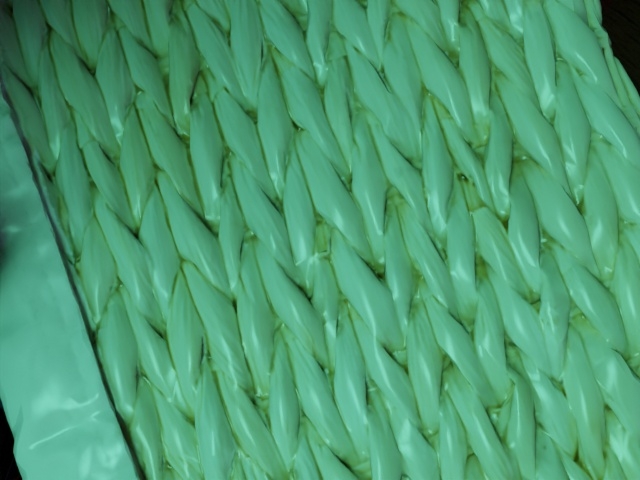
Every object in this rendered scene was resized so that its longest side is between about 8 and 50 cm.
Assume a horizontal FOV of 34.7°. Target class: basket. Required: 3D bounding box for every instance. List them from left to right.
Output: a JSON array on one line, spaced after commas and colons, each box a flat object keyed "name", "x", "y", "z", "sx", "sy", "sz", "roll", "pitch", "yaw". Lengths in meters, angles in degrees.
[{"name": "basket", "x": 0.000, "y": 0.000, "z": 0.519, "sx": 0.266, "sy": 0.331, "sz": 0.328, "roll": -17, "pitch": 171, "yaw": -1}]

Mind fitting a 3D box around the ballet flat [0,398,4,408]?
[{"name": "ballet flat", "x": -0.180, "y": 0.027, "z": 0.750, "sx": 0.247, "sy": 0.083, "sz": 0.087, "roll": -46, "pitch": 138, "yaw": 2}]

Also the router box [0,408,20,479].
[{"name": "router box", "x": -0.243, "y": 0.132, "z": 0.947, "sx": 0.133, "sy": 0.046, "sz": 0.179, "roll": -38, "pitch": 163, "yaw": -48}]
